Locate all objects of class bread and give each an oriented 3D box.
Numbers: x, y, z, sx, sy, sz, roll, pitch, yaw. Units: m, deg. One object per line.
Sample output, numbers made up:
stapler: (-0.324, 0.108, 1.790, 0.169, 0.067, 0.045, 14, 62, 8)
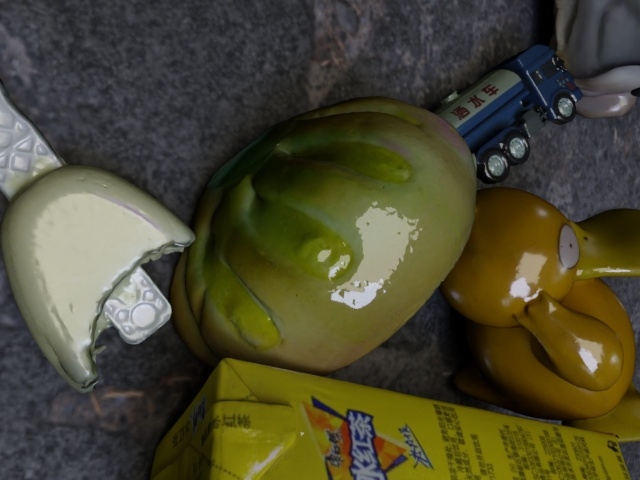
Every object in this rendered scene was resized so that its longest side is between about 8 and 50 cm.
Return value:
bread: (0.011, -0.008, 0.419, 0.158, 0.156, 0.261, 47, 71, -22)

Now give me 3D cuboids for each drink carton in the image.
drink carton: (0.063, 0.195, 0.426, 0.351, 0.154, 0.111, 17, 45, -22)

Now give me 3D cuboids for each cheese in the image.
cheese: (-0.179, -0.024, 0.378, 0.127, 0.050, 0.235, -39, 102, -14)

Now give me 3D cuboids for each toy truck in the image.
toy truck: (0.155, -0.109, 0.546, 0.201, 0.074, 0.088, -37, 99, -21)

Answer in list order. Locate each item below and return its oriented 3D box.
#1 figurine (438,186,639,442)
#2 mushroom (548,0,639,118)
figurine: (0.198, 0.061, 0.514, 0.215, 0.215, 0.228, -22, 125, -26)
mushroom: (0.382, -0.335, 0.570, 0.313, 0.224, 0.397, -6, 93, -26)
